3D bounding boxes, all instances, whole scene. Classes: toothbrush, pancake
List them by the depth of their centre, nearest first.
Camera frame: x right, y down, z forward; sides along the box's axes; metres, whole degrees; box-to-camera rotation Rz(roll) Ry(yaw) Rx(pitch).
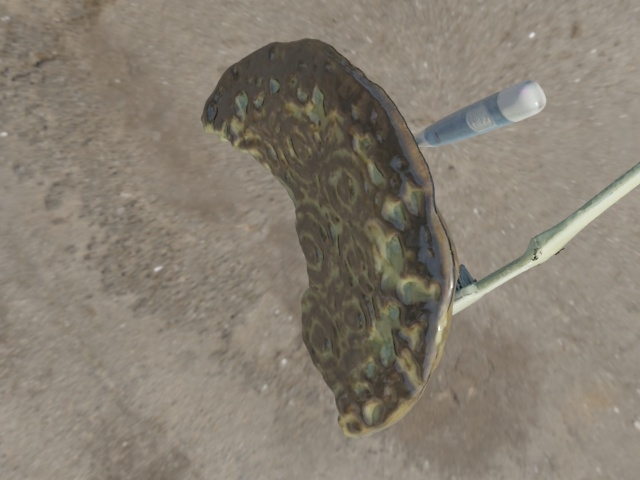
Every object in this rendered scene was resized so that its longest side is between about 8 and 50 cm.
[{"bbox_3d":[0.000,0.000,0.541,0.020,0.184,0.190,-13,108,-37],"label":"pancake"},{"bbox_3d":[0.075,-0.067,0.706,0.025,0.276,0.019,-30,95,-11],"label":"toothbrush"},{"bbox_3d":[0.163,-0.014,0.729,0.294,0.026,0.028,-37,70,45],"label":"toothbrush"}]
